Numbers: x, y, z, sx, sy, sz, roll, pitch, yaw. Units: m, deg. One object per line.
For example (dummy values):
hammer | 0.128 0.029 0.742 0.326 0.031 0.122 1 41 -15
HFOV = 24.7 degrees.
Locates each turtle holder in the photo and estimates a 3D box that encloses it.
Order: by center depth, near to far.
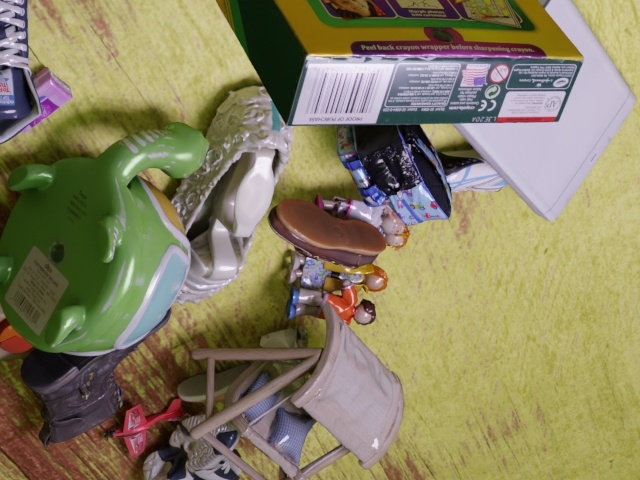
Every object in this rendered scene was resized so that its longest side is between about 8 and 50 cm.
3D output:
turtle holder | -0.286 -0.006 1.931 0.227 0.243 0.320 12 85 -54

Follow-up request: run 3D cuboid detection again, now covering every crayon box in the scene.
crayon box | 0.080 -0.268 1.750 0.363 0.313 0.106 -3 131 -25

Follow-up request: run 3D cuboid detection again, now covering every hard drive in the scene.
hard drive | 0.322 -0.192 2.078 0.233 0.047 0.353 -55 143 -2

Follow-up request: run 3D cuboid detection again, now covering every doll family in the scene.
doll family | 0.047 0.013 2.199 0.163 0.118 0.263 7 124 -13

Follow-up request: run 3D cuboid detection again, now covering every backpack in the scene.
backpack | 0.110 -0.097 2.040 0.117 0.158 0.173 -26 118 12

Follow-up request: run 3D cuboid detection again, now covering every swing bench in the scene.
swing bench | -0.029 0.251 2.237 0.255 0.165 0.253 -19 142 20

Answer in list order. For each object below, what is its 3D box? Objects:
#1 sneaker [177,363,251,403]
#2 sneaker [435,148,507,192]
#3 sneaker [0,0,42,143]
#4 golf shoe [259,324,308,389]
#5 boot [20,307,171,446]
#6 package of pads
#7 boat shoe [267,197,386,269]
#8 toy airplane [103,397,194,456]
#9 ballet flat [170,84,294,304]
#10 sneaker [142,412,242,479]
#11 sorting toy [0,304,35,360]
sneaker | -0.165 0.249 2.367 0.134 0.051 0.070 -15 133 -20
sneaker | 0.225 -0.099 2.178 0.237 0.085 0.086 -16 120 -14
sneaker | -0.369 -0.239 1.664 0.099 0.153 0.282 -5 135 -24
golf shoe | -0.060 0.203 2.382 0.086 0.069 0.176 -2 135 2
boot | -0.332 0.195 2.208 0.263 0.091 0.229 -30 152 -12
package of pads | -0.357 -0.176 1.832 0.083 0.032 0.050 -35 138 10
boat shoe | 0.000 0.000 2.043 0.207 0.073 0.073 20 136 -40
toy airplane | -0.279 0.295 2.373 0.151 0.028 0.151 -17 145 -12
ballet flat | -0.140 -0.031 2.026 0.147 0.147 0.409 0 134 -28
sneaker | -0.172 0.347 2.420 0.153 0.094 0.235 -3 146 -45
sorting toy | -0.513 0.107 2.040 0.307 0.041 0.229 -5 135 -24
